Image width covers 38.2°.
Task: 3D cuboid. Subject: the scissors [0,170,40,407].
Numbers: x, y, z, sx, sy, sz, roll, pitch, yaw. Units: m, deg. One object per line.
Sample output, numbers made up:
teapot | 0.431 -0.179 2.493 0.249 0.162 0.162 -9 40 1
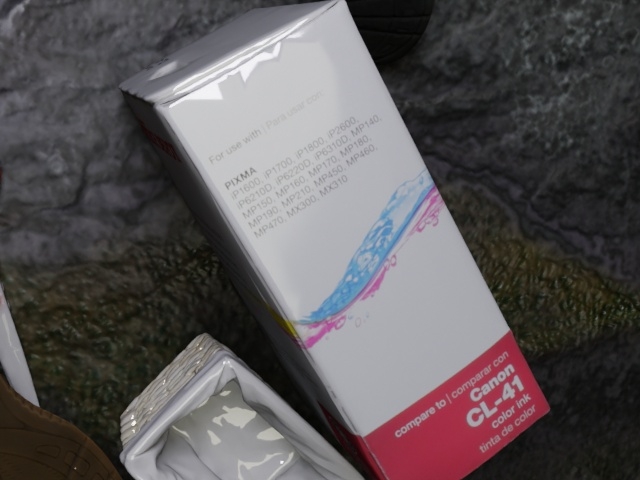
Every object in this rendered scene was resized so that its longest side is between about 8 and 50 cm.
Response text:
scissors | -0.242 0.023 0.679 0.109 0.021 0.297 -33 108 -9

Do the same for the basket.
basket | -0.065 0.164 0.722 0.113 0.103 0.167 -45 111 -4

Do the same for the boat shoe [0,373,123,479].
boat shoe | -0.245 0.172 0.675 0.302 0.098 0.109 52 40 -20

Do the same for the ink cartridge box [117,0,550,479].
ink cartridge box | 0.000 0.000 0.643 0.131 0.226 0.306 -31 109 -10

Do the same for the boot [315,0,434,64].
boot | 0.041 -0.260 0.663 0.085 0.236 0.179 1 60 4
